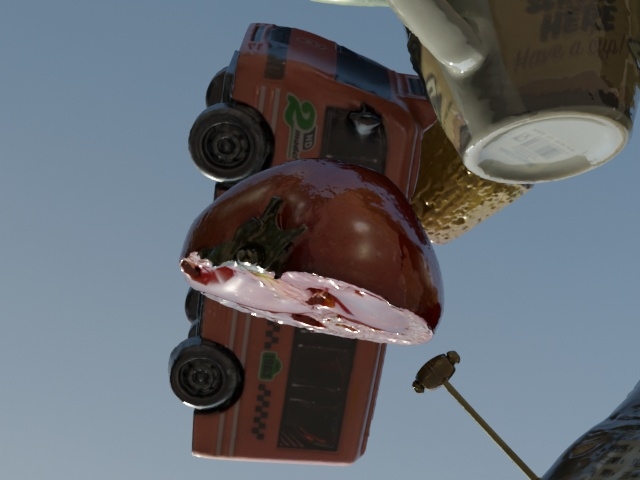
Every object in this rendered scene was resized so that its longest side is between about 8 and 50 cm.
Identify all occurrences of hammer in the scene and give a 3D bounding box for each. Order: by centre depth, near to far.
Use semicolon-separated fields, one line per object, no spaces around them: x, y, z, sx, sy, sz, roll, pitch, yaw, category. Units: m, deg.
0.092;0.103;0.555;0.029;0.014;0.123;-44;-111;3;hammer

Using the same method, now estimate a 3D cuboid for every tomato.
0.000;0.000;0.662;0.139;0.159;0.091;36;-118;-51;tomato

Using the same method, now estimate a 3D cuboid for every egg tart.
0.153;-0.096;1.453;0.202;0.202;0.147;44;-70;-9;egg tart

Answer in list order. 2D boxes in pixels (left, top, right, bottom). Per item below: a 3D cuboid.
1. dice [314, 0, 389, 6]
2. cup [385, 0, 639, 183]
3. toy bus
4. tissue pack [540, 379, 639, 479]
0.079;-0.457;1.570;0.251;0.254;0.250;-2;-70;-8;dice
0.145;-0.198;0.936;0.301;0.227;0.257;15;-122;-38;cup
-0.023;0.009;1.167;0.233;0.203;0.427;8;-69;-3;toy bus
0.378;0.218;0.947;0.390;0.375;0.195;-32;-53;-38;tissue pack
